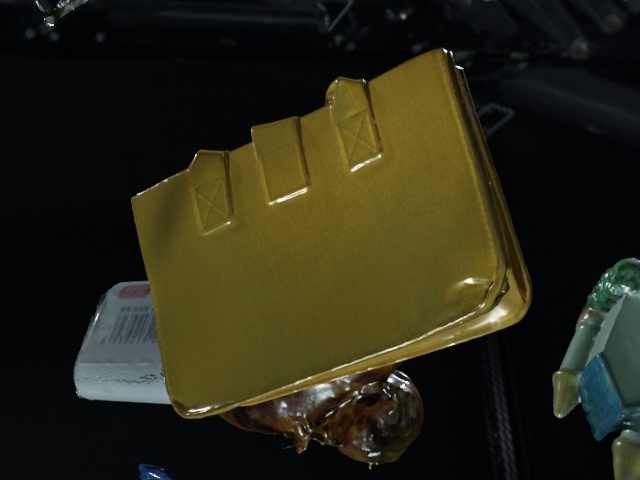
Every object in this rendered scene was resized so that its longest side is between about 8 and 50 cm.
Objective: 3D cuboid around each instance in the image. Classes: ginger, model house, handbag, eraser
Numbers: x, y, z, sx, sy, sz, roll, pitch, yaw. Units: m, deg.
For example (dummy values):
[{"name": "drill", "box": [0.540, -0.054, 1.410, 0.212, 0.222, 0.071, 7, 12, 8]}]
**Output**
[{"name": "ginger", "box": [-0.011, 0.242, 1.458, 0.176, 0.418, 0.254, -39, -69, -46]}, {"name": "model house", "box": [0.471, 0.233, 1.371, 0.267, 0.194, 0.325, 28, -120, 9]}, {"name": "handbag", "box": [0.000, 0.000, 0.967, 0.133, 0.401, 0.283, 7, -116, -59]}, {"name": "eraser", "box": [-0.196, 0.129, 1.219, 0.081, 0.227, 0.174, 48, -131, -46]}]

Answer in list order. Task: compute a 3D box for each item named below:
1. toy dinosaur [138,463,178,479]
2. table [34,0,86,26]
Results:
[{"name": "toy dinosaur", "box": [-0.122, 0.383, 1.348, 0.247, 0.188, 0.075, -4, -151, 9]}, {"name": "table", "box": [-0.384, -0.537, 1.371, 0.335, 0.222, 0.272, 56, -169, -24]}]
